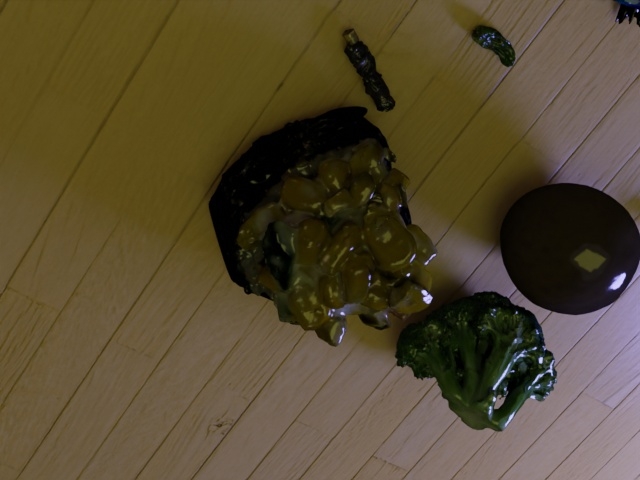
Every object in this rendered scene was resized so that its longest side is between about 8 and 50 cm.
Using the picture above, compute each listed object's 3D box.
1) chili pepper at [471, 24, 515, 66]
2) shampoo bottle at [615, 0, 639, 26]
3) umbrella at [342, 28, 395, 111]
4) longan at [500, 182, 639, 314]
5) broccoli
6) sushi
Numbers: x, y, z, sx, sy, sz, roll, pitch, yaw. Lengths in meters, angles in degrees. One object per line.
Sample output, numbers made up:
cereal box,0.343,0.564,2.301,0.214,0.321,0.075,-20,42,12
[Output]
chili pepper,0.275,-0.311,1.329,0.091,0.034,0.030,31,142,-25
shampoo bottle,0.507,-0.421,1.293,0.087,0.050,0.183,4,118,-15
umbrella,0.074,-0.264,1.309,0.037,0.040,0.144,-24,120,17
longan,0.418,0.016,1.436,0.248,0.248,0.248,-5,120,-8
broccoli,0.282,0.222,1.513,0.295,0.245,0.265,20,136,5
sushi,0.000,0.000,1.302,0.329,0.285,0.327,-12,121,-2
